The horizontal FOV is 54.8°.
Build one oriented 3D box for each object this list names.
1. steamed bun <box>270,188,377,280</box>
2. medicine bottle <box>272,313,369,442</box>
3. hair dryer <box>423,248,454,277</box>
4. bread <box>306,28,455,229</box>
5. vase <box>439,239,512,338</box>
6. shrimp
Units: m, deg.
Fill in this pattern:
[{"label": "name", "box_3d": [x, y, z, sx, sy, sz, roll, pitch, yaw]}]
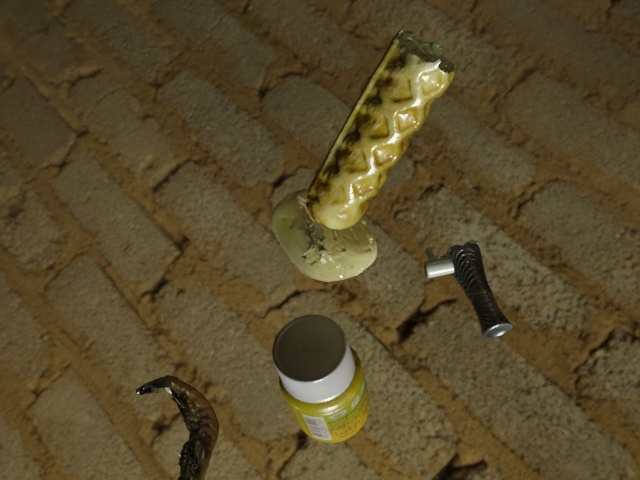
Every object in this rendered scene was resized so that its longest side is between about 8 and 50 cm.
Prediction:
[{"label": "steamed bun", "box_3d": [0.000, 0.000, 1.482, 0.273, 0.166, 0.232, -5, -121, -55]}, {"label": "medicine bottle", "box_3d": [0.004, 0.367, 1.627, 0.224, 0.224, 0.384, 43, 162, 34]}, {"label": "hair dryer", "box_3d": [0.264, 0.045, 1.424, 0.124, 0.063, 0.037, -96, -4, -68]}, {"label": "bread", "box_3d": [0.065, -0.125, 0.771, 0.087, 0.269, 0.098, 0, -138, -44]}, {"label": "vase", "box_3d": [0.395, 0.128, 1.553, 0.115, 0.116, 0.237, 56, -166, -57]}, {"label": "shrimp", "box_3d": [-0.267, 0.353, 1.105, 0.198, 0.051, 0.262, 46, -156, -24]}]
